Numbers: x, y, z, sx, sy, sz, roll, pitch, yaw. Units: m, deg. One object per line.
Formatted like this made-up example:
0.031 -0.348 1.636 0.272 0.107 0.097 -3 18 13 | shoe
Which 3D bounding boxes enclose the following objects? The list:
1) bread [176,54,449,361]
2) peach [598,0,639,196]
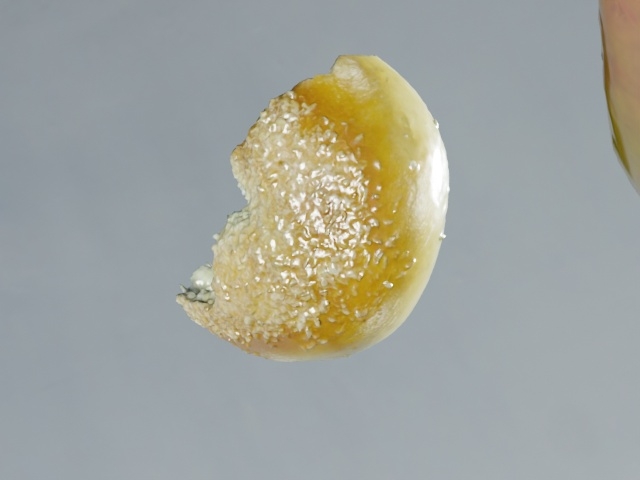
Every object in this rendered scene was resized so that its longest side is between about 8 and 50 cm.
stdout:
0.001 0.005 1.315 0.171 0.314 0.192 -1 44 -53 | bread
0.259 -0.096 0.498 0.308 0.332 0.308 10 90 -76 | peach
